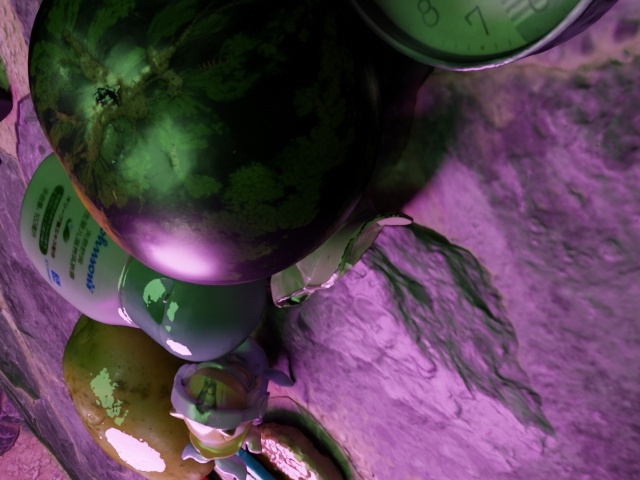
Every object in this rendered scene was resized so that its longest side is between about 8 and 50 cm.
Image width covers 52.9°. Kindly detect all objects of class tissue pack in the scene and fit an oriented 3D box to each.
[{"bbox_3d":[-0.093,0.349,0.933,0.138,0.028,0.085,33,138,26],"label":"tissue pack"}]

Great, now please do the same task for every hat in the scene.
[{"bbox_3d":[0.004,0.003,0.574,0.081,0.122,0.166,52,165,-7],"label":"hat"}]

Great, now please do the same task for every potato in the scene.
[{"bbox_3d":[-0.252,0.217,0.941,0.216,0.216,0.304,9,119,44],"label":"potato"}]

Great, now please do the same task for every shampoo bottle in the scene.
[{"bbox_3d":[-0.214,0.019,0.787,0.349,0.151,0.222,29,103,30],"label":"shampoo bottle"}]

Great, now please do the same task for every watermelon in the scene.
[{"bbox_3d":[-0.077,-0.100,0.484,0.269,0.269,0.269,27,133,33],"label":"watermelon"}]

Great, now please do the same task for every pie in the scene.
[{"bbox_3d":[-0.039,0.338,0.922,0.195,0.046,0.195,26,132,32],"label":"pie"}]

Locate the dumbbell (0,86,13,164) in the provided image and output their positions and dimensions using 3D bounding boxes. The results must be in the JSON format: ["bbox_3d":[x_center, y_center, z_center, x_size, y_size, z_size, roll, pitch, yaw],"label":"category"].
[{"bbox_3d":[-0.607,-0.265,1.034,0.143,0.143,0.325,-24,97,52],"label":"dumbbell"}]

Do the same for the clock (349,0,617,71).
[{"bbox_3d":[0.090,-0.215,0.387,0.226,0.049,0.226,27,134,32],"label":"clock"}]

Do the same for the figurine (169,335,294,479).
[{"bbox_3d":[-0.119,0.209,0.813,0.128,0.184,0.208,17,103,15],"label":"figurine"}]

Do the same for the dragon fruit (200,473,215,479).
[{"bbox_3d":[-0.225,0.560,1.246,0.282,0.100,0.343,10,124,39],"label":"dragon fruit"}]

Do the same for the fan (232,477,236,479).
[{"bbox_3d":[-0.080,0.423,1.051,0.193,0.016,0.038,9,119,43],"label":"fan"}]
